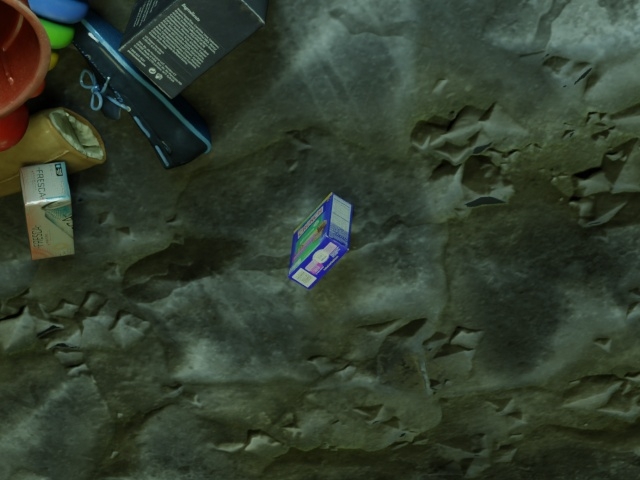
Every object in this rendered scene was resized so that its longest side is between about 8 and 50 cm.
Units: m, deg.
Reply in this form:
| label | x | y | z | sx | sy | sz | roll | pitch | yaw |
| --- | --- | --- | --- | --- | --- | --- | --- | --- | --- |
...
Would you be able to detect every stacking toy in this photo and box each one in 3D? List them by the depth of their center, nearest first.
| label | x | y | z | sx | sy | sz | roll | pitch | yaw |
| --- | --- | --- | --- | --- | --- | --- | --- | --- | --- |
| stacking toy | -0.349 | -0.257 | 1.542 | 0.141 | 0.141 | 0.330 | 24 | 108 | -13 |

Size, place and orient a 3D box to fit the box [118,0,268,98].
| label | x | y | z | sx | sy | sz | roll | pitch | yaw |
| --- | --- | --- | --- | --- | --- | --- | --- | --- | --- |
| box | -0.145 | -0.277 | 1.552 | 0.158 | 0.156 | 0.093 | -35 | 117 | 26 |

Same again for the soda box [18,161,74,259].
| label | x | y | z | sx | sy | sz | roll | pitch | yaw |
| --- | --- | --- | --- | --- | --- | --- | --- | --- | --- |
| soda box | -0.366 | -0.037 | 1.751 | 0.063 | 0.058 | 0.183 | -9 | 158 | -13 |

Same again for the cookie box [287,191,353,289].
| label | x | y | z | sx | sy | sz | roll | pitch | yaw |
| --- | --- | --- | --- | --- | --- | --- | --- | --- | --- |
| cookie box | 0.000 | 0.000 | 1.776 | 0.040 | 0.107 | 0.092 | 33 | 121 | -18 |

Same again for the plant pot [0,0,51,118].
| label | x | y | z | sx | sy | sz | roll | pitch | yaw |
| --- | --- | --- | --- | --- | --- | --- | --- | --- | --- |
| plant pot | -0.448 | -0.291 | 1.397 | 0.272 | 0.265 | 0.272 | -14 | 154 | -7 |

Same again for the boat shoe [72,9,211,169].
| label | x | y | z | sx | sy | sz | roll | pitch | yaw |
| --- | --- | --- | --- | --- | --- | --- | --- | --- | --- |
| boat shoe | -0.246 | -0.182 | 1.658 | 0.089 | 0.109 | 0.258 | -36 | 115 | 13 |

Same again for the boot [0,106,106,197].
| label | x | y | z | sx | sy | sz | roll | pitch | yaw |
| --- | --- | --- | --- | --- | --- | --- | --- | --- | --- |
| boot | -0.456 | -0.114 | 1.701 | 0.269 | 0.089 | 0.236 | -19 | 163 | 19 |
